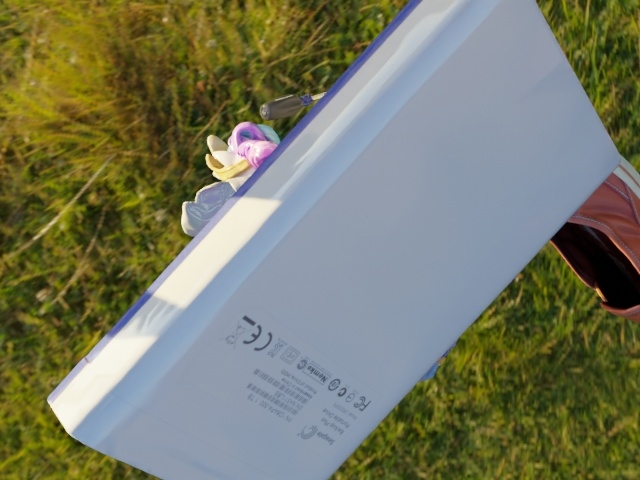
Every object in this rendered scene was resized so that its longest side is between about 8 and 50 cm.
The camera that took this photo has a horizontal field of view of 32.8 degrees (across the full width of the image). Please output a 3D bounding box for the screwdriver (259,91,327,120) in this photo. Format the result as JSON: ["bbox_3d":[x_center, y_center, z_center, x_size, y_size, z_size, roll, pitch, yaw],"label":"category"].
[{"bbox_3d":[0.000,-0.161,1.207,0.025,0.170,0.024,-21,92,53],"label":"screwdriver"}]

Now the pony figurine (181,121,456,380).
[{"bbox_3d":[0.000,0.000,1.169,0.303,0.351,0.363,-28,86,-23],"label":"pony figurine"}]

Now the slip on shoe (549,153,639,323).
[{"bbox_3d":[0.322,0.045,1.065,0.331,0.101,0.123,44,156,-18],"label":"slip on shoe"}]

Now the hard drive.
[{"bbox_3d":[0.025,0.015,0.622,0.318,0.210,0.040,-47,50,1],"label":"hard drive"}]
